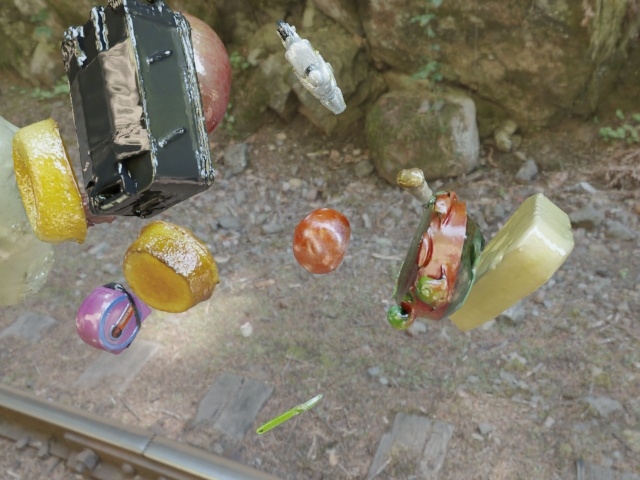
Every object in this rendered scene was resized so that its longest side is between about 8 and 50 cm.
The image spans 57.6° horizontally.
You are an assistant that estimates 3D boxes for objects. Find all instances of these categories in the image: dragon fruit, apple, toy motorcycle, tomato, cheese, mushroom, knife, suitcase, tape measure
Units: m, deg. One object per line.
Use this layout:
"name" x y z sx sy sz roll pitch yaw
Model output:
"dragon fruit" 0.230 0.046 1.155 0.130 0.295 0.268 20 2 -1
"apple" -0.388 -0.408 1.470 0.344 0.345 0.269 25 7 38
"toy motorcycle" -0.015 -0.352 1.208 0.074 0.229 0.151 -34 46 9
"tomato" 0.001 -0.003 1.985 0.188 0.232 0.232 15 35 -6
"cheese" 0.412 0.068 1.331 0.104 0.384 0.384 42 49 5
"mushroom" 0.295 -0.160 1.775 0.084 0.209 0.071 -1 75 24
"knife" -0.074 0.425 1.423 0.184 0.022 0.026 -28 8 -5
"suitcase" -0.367 -0.257 1.157 0.283 0.434 0.194 -18 -11 40
"tape measure" -0.380 0.145 1.063 0.074 0.125 0.118 8 54 30

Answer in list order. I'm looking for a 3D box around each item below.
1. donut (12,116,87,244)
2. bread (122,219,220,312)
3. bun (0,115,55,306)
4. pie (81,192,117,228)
"donut" -0.375 -0.075 0.800 0.065 0.162 0.179 -15 71 -29
"bread" -0.476 0.092 1.835 0.312 0.312 0.172 9 36 23
"bun" -0.596 -0.061 0.998 0.325 0.362 0.234 -4 30 26
"pie" -0.664 -0.076 1.574 0.218 0.204 0.054 -9 74 17
